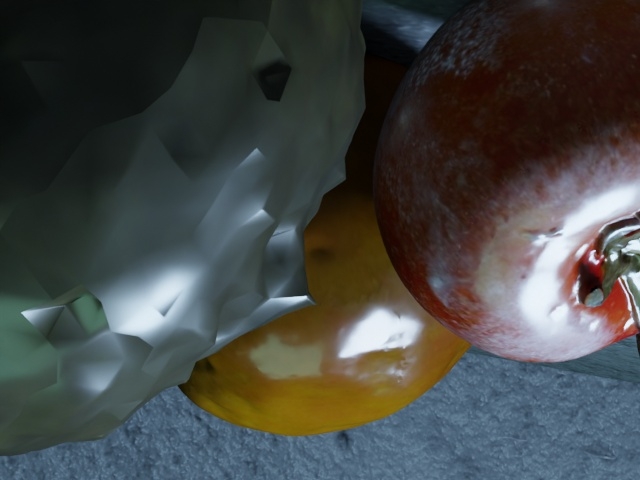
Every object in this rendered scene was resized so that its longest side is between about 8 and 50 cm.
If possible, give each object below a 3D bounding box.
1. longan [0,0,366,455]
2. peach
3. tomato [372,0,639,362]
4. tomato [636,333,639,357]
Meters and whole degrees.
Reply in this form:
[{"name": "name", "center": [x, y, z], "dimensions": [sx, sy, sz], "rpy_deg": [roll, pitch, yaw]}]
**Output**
[{"name": "longan", "center": [-0.162, -0.068, 0.685], "dimensions": [0.391, 0.391, 0.391], "rpy_deg": [10, 169, 2]}, {"name": "peach", "center": [0.000, 0.000, 1.084], "dimensions": [0.301, 0.343, 0.343], "rpy_deg": [-17, 178, -18]}, {"name": "tomato", "center": [0.160, -0.054, 0.842], "dimensions": [0.270, 0.270, 0.227], "rpy_deg": [20, -150, -43]}, {"name": "tomato", "center": [0.419, 0.081, 1.208], "dimensions": [0.176, 0.290, 0.335], "rpy_deg": [19, 175, -26]}]
